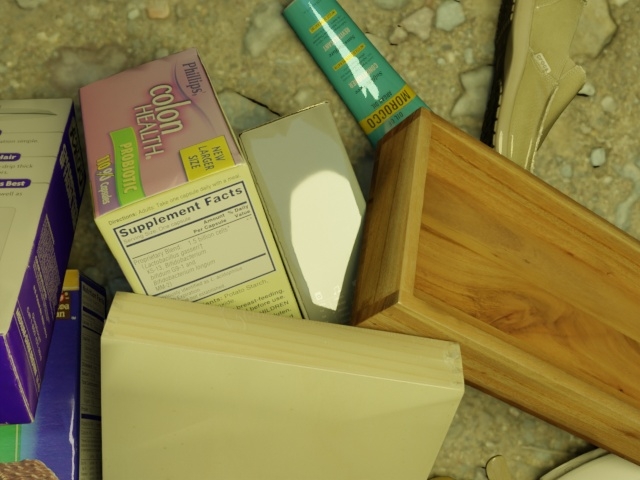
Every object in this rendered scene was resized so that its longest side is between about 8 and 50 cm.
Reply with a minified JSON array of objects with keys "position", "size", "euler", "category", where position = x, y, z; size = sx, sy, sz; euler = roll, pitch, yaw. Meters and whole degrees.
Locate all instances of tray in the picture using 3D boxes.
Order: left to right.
[{"position":[0.221,0.063,0.789],"size":[0.411,0.076,0.203],"euler":[27,53,-23],"category":"tray"}]

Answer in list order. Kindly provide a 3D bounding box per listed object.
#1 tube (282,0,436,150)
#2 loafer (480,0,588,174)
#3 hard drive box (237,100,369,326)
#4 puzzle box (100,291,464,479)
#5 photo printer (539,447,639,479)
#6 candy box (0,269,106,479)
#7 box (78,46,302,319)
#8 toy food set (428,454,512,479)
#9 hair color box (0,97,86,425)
[{"position":[0.043,-0.175,0.906],"size":[0.080,0.052,0.207],"euler":[-38,99,6],"category":"tube"},{"position":[0.226,-0.153,0.887],"size":[0.092,0.102,0.269],"euler":[9,88,2],"category":"loafer"},{"position":[0.000,0.000,0.831],"size":[0.089,0.181,0.232],"euler":[-21,92,-4],"category":"hard drive box"},{"position":[-0.057,0.221,0.762],"size":[0.272,0.052,0.409],"euler":[9,131,-5],"category":"puzzle box"},{"position":[0.366,0.360,0.890],"size":[0.256,0.107,0.308],"euler":[-8,90,-4],"category":"photo printer"},{"position":[-0.349,0.192,0.806],"size":[0.268,0.122,0.317],"euler":[-2,75,-3],"category":"candy box"},{"position":[-0.107,-0.007,0.756],"size":[0.117,0.213,0.243],"euler":[-20,130,-4],"category":"box"},{"position":[0.131,0.320,0.908],"size":[0.192,0.038,0.132],"euler":[-21,91,-4],"category":"toy food set"},{"position":[-0.321,0.004,0.738],"size":[0.185,0.339,0.110],"euler":[-2,130,-4],"category":"hair color box"}]
